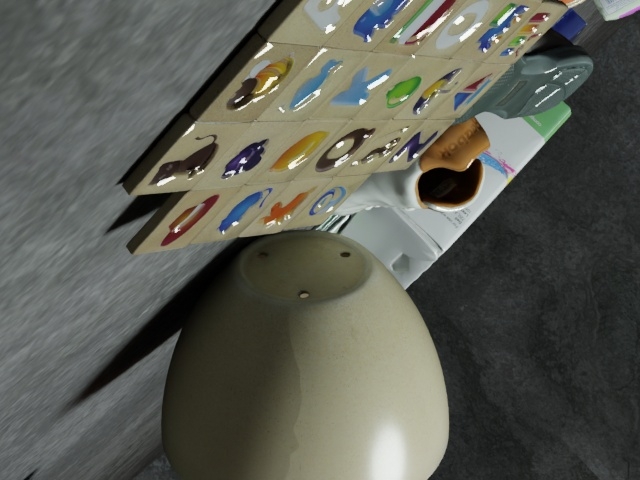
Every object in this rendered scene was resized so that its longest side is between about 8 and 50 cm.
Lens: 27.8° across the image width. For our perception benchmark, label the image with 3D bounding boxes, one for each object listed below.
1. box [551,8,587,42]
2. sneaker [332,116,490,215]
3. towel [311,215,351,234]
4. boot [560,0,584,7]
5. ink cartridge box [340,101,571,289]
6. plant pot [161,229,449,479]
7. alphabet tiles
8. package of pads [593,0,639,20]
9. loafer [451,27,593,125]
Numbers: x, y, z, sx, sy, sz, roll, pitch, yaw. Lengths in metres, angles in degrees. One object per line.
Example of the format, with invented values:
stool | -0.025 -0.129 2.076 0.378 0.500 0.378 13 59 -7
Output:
box | 0.297 -0.248 1.840 0.136 0.036 0.225 -41 174 -21
sneaker | 0.070 -0.055 1.156 0.106 0.123 0.290 -44 177 -16
towel | 0.000 0.000 1.643 0.113 0.023 0.152 -42 175 0
boot | 0.229 -0.261 1.077 0.158 0.059 0.085 -54 168 23
ink cartridge box | 0.169 -0.080 1.678 0.278 0.117 0.201 -45 177 -23
plant pot | -0.014 0.103 1.238 0.284 0.284 0.191 -38 138 -46
alphabet tiles | 0.034 -0.095 0.787 0.285 0.011 0.342 -45 164 25
package of pads | 0.385 -0.322 1.236 0.229 0.101 0.296 -27 -174 34
loafer | 0.116 -0.144 0.999 0.096 0.084 0.267 -44 159 30
